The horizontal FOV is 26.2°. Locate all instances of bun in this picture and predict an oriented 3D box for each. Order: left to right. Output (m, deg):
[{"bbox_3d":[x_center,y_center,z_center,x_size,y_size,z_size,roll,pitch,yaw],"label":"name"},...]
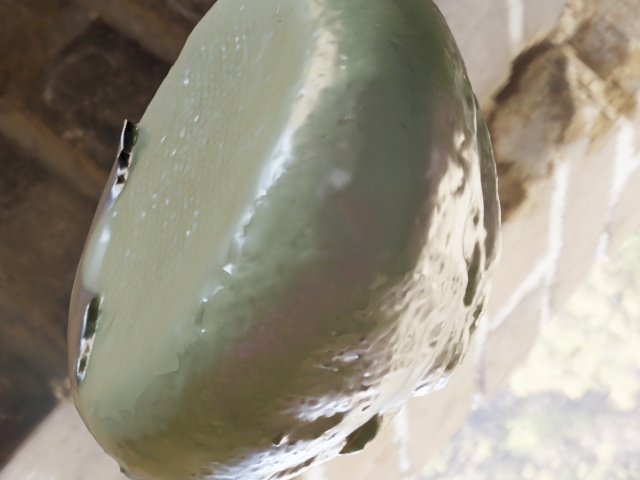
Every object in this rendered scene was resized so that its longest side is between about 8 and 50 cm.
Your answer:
[{"bbox_3d":[0.000,0.000,0.726,0.187,0.293,0.293,24,177,-27],"label":"bun"}]
